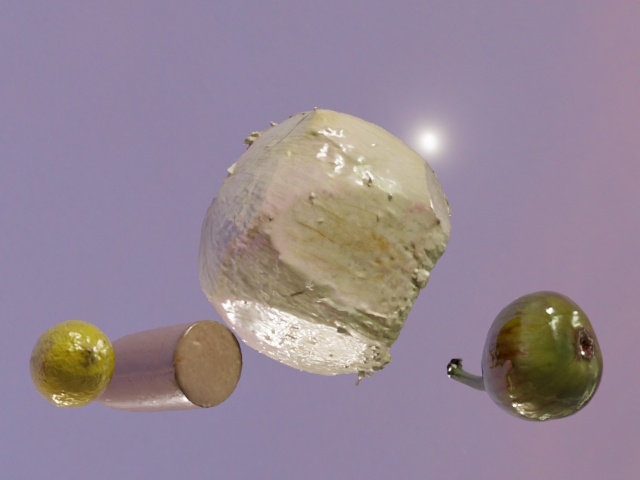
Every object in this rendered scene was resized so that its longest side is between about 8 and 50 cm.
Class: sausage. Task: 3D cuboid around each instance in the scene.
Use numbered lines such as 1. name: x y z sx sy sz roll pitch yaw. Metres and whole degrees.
1. sausage: -0.231 0.186 1.708 0.123 0.253 0.123 9 -103 -40

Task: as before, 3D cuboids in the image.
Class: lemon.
1. lemon: -0.319 0.160 1.522 0.109 0.109 0.133 -2 -29 -29

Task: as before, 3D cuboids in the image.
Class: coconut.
1. coconut: 0.000 0.000 1.321 0.254 0.297 0.297 26 -71 0

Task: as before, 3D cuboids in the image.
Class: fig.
1. fig: 0.221 0.158 1.431 0.151 0.151 0.259 11 -25 -34
